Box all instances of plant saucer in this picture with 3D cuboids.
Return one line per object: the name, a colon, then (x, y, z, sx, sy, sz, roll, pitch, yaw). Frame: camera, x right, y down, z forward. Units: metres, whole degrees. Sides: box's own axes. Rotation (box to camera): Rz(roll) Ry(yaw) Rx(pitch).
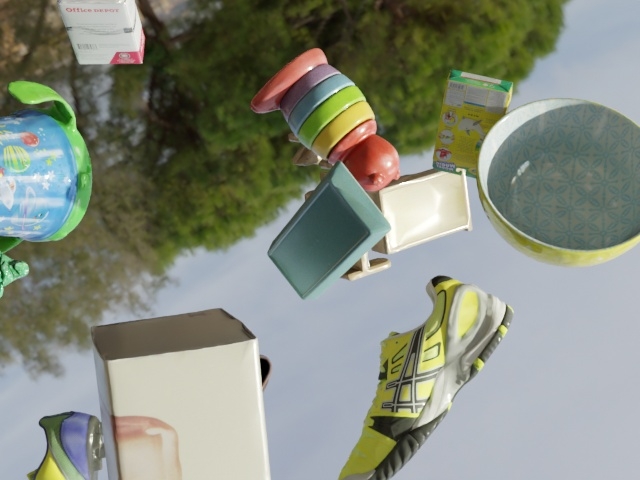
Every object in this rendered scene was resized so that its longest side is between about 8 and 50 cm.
plant saucer: (0.000, 0.000, 0.838, 0.018, 0.067, 0.192, -36, 175, -27)

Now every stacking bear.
stacking bear: (0.035, -0.213, 1.949, 0.164, 0.289, 0.175, -45, 171, 24)

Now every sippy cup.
sippy cup: (-0.537, -0.105, 1.663, 0.240, 0.305, 0.224, 2, -174, 30)

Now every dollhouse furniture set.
dollhouse furniture set: (0.145, -0.103, 2.500, 0.257, 0.362, 0.394, -17, -163, -29)

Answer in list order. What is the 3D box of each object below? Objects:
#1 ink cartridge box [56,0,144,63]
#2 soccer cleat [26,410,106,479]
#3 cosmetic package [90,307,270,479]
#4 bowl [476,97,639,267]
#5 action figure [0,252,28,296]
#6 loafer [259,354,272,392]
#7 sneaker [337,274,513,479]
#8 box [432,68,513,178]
ink cartridge box: (-0.352, -0.356, 1.635, 0.109, 0.150, 0.063, 1, -120, 2)
soccer cleat: (-0.408, 0.408, 1.609, 0.121, 0.289, 0.093, 7, -169, 0)
cosmetic package: (-0.118, 0.222, 0.885, 0.129, 0.296, 0.153, -7, -173, -16)
bowl: (0.381, -0.064, 1.582, 0.289, 0.289, 0.156, -32, 152, -17)
action figure: (-0.507, 0.048, 1.354, 0.232, 0.137, 0.063, -4, 173, 1)
loafer: (-0.162, 0.245, 1.310, 0.095, 0.109, 0.302, -45, -179, 40)
sneaker: (0.137, 0.228, 1.573, 0.384, 0.147, 0.145, -53, 171, -7)
box: (0.246, -0.183, 1.652, 0.105, 0.179, 0.043, 15, -142, 10)
